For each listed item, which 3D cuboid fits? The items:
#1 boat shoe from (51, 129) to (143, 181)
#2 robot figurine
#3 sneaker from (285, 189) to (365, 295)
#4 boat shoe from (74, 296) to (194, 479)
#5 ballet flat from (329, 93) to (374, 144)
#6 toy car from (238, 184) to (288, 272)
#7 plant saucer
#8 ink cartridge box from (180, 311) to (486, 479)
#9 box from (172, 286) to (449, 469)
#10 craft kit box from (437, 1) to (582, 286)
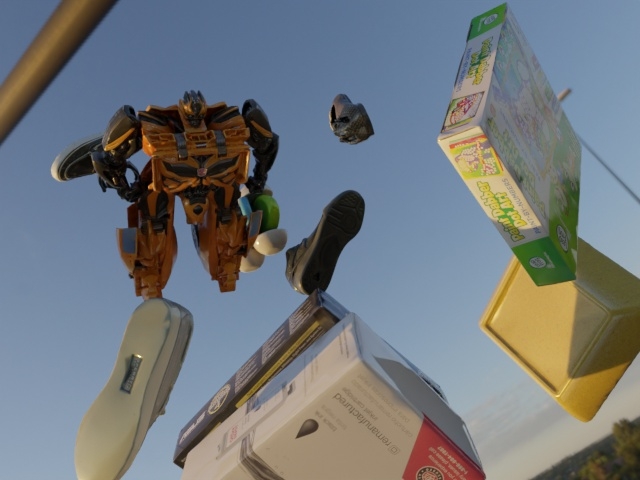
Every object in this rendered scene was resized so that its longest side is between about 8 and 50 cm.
[{"bbox_3d":[-0.482,-0.190,1.323,0.219,0.070,0.078,-40,-27,-30],"label":"boat shoe"},{"bbox_3d":[-0.152,-0.044,0.714,0.210,0.085,0.291,-9,-37,-22],"label":"robot figurine"},{"bbox_3d":[0.000,0.000,1.180,0.087,0.130,0.228,32,-103,-25],"label":"sneaker"},{"bbox_3d":[-0.206,0.179,0.701,0.081,0.079,0.228,32,-101,-64],"label":"boat shoe"},{"bbox_3d":[0.038,-0.196,1.005,0.058,0.250,0.084,-25,-73,1],"label":"ballet flat"},{"bbox_3d":[-0.164,-0.029,1.244,0.136,0.159,0.182,2,-29,-45],"label":"toy car"},{"bbox_3d":[0.483,0.162,1.255,0.080,0.333,0.333,-7,-53,-35],"label":"plant saucer"},{"bbox_3d":[0.006,0.257,0.684,0.283,0.207,0.117,-43,14,11],"label":"ink cartridge box"},{"bbox_3d":[-0.016,0.329,1.076,0.318,0.097,0.395,39,-79,-16],"label":"box"},{"bbox_3d":[0.243,-0.116,0.727,0.060,0.247,0.250,-14,-49,41],"label":"craft kit box"}]
